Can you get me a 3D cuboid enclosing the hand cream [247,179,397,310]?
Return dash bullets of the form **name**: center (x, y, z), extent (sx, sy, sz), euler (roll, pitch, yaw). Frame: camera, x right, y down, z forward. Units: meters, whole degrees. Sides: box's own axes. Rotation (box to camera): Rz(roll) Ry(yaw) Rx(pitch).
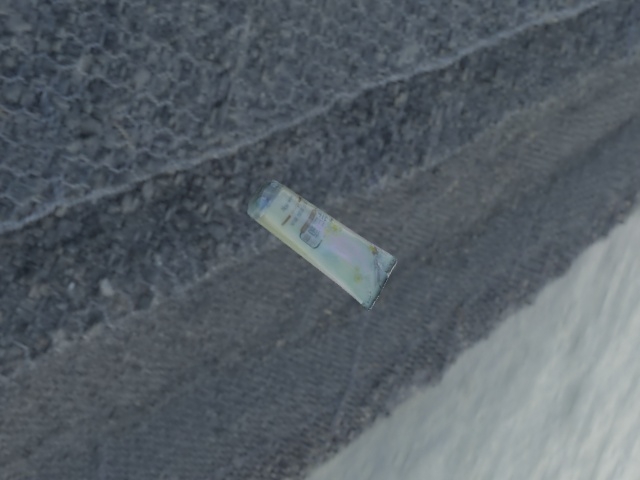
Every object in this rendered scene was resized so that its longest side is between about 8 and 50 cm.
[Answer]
- **hand cream**: center (0.000, 0.000, 0.984), extent (0.039, 0.143, 0.061), euler (-43, -164, 56)
